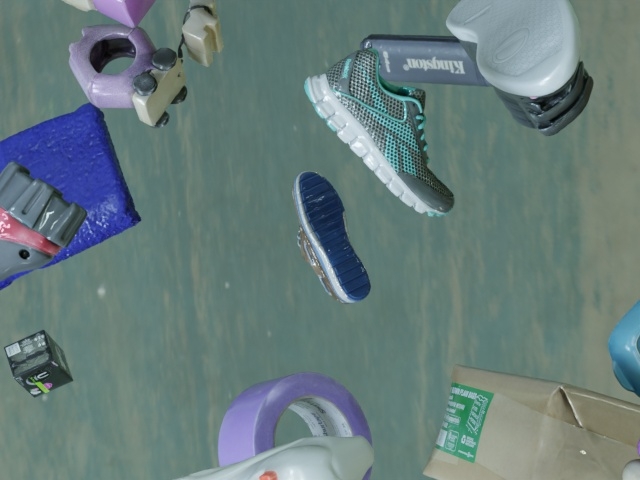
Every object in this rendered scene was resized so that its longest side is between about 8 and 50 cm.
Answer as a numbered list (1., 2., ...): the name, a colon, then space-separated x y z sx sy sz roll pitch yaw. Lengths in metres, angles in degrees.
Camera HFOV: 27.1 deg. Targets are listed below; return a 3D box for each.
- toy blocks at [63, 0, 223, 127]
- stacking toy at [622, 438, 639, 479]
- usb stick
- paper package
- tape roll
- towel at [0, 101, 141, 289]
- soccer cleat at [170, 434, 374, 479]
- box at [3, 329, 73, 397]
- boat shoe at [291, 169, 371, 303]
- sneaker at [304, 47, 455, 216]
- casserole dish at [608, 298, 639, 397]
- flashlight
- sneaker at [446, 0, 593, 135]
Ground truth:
1. toy blocks: -0.199 -0.323 1.161 0.260 0.309 0.288 27 68 17
2. stacking toy: 0.436 0.128 1.398 0.141 0.141 0.330 20 90 -14
3. usb stick: 0.179 -0.251 1.856 0.278 0.045 0.077 9 136 36
4. paper package: 0.338 0.285 1.715 0.309 0.325 0.168 20 83 -17
5. tape roll: -0.030 0.264 1.678 0.189 0.189 0.080 46 144 -20
6. towel: -0.412 -0.043 1.854 0.308 0.227 0.076 -25 148 4
7. soccer cleat: -0.040 0.166 0.840 0.076 0.196 0.068 -22 86 -40
8. box: -0.383 0.168 1.808 0.062 0.052 0.083 -24 153 -2
9. boat shoe: 0.000 0.000 1.737 0.066 0.066 0.183 -20 89 -33
10. sneaker: 0.065 -0.090 1.101 0.076 0.065 0.166 -41 109 12
11. casserole dish: 0.448 0.122 1.713 0.188 0.037 0.114 -41 102 -28
12. flashlight: -0.363 0.068 1.362 0.103 0.103 0.304 36 85 -37
13. sneaker: 0.221 -0.164 1.293 0.104 0.296 0.147 -42 110 7
